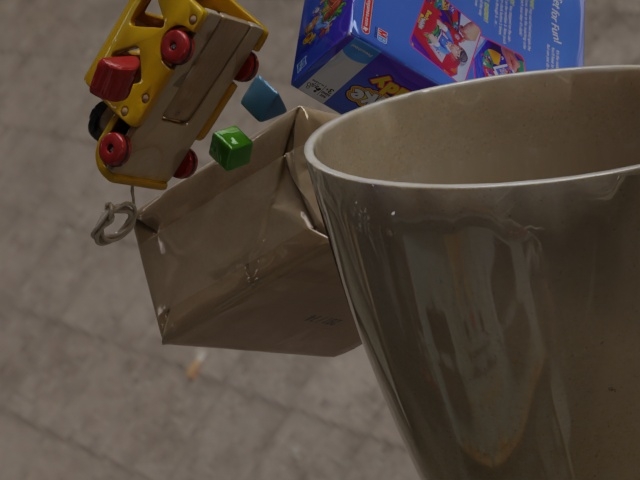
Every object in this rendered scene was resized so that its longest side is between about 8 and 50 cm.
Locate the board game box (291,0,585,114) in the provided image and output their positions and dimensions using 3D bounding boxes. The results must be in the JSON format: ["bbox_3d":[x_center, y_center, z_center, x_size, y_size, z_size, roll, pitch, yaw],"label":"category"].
[{"bbox_3d":[0.109,-0.217,1.475,0.078,0.233,0.347,-38,32,42],"label":"board game box"}]

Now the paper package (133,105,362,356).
[{"bbox_3d":[0.000,0.000,2.046,0.309,0.325,0.168,-31,64,35],"label":"paper package"}]

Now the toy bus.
[{"bbox_3d":[-0.139,-0.128,1.455,0.202,0.191,0.104,-32,57,-22],"label":"toy bus"}]

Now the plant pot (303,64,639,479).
[{"bbox_3d":[0.136,0.062,1.009,0.256,0.274,0.256,-8,17,2],"label":"plant pot"}]
